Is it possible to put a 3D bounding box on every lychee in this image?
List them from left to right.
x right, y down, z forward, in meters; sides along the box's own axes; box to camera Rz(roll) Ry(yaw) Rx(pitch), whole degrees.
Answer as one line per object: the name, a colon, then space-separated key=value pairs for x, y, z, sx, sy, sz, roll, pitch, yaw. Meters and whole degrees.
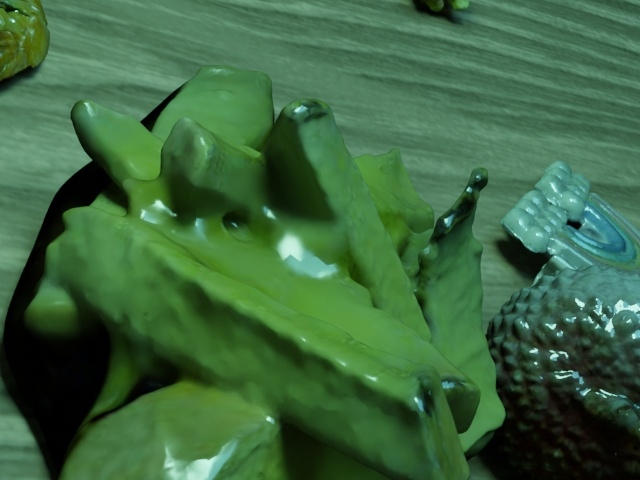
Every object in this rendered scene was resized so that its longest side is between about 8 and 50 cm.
lychee: x=0.187 y=0.097 z=1.208 sx=0.165 sy=0.165 sz=0.197 roll=36 pitch=10 yaw=-4

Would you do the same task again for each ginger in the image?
ginger: x=0.014 y=0.031 z=1.054 sx=0.358 sy=0.211 sz=0.413 roll=28 pitch=40 yaw=-20

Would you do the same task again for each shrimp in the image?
shrimp: x=-0.235 y=-0.146 z=1.208 sx=0.115 sy=0.051 sz=0.217 roll=29 pitch=30 yaw=-19

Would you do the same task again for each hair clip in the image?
hair clip: x=0.217 y=0.009 z=1.472 sx=0.140 sy=0.054 sz=0.220 roll=36 pitch=27 yaw=8

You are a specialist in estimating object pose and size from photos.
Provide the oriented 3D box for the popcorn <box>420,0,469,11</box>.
popcorn: x=0.107 y=-0.268 z=1.680 sx=0.109 sy=0.089 sz=0.097 roll=38 pitch=-5 yaw=-17
